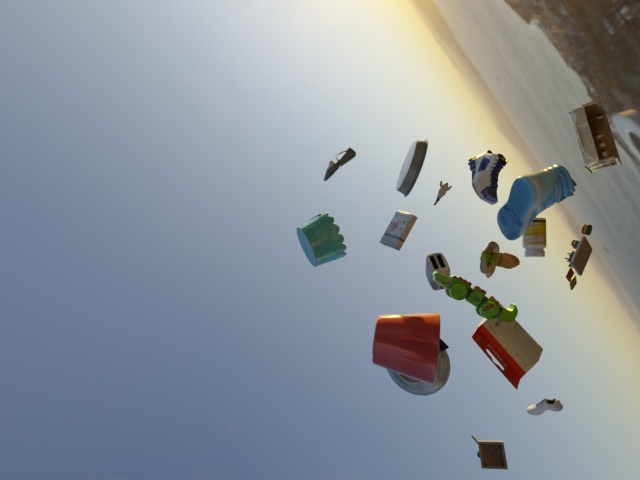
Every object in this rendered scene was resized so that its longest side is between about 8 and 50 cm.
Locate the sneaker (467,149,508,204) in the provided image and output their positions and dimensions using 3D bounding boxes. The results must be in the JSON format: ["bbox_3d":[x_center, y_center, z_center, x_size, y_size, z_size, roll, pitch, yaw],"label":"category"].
[{"bbox_3d":[0.910,-0.366,2.179,0.127,0.182,0.316,16,-124,-30],"label":"sneaker"}]

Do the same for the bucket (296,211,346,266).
[{"bbox_3d":[0.000,0.000,2.226,0.281,0.183,0.281,59,164,27],"label":"bucket"}]

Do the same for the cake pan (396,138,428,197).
[{"bbox_3d":[0.436,-0.354,1.964,0.054,0.293,0.293,19,-147,-1],"label":"cake pan"}]

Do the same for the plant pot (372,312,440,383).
[{"bbox_3d":[0.337,0.407,1.609,0.275,0.243,0.275,5,-90,-76],"label":"plant pot"}]

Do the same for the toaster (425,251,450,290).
[{"bbox_3d":[0.696,0.174,2.425,0.227,0.129,0.147,-96,-6,-47],"label":"toaster"}]

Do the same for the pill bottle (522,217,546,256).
[{"bbox_3d":[1.152,-0.014,2.197,0.119,0.119,0.209,7,-97,-55],"label":"pill bottle"}]

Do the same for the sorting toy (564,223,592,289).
[{"bbox_3d":[1.095,0.072,1.740,0.132,0.275,0.046,34,170,-37],"label":"sorting toy"}]

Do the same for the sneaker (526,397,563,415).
[{"bbox_3d":[1.013,0.750,1.854,0.061,0.152,0.054,55,-155,-21],"label":"sneaker"}]

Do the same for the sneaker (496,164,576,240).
[{"bbox_3d":[0.729,-0.124,1.362,0.319,0.208,0.127,78,169,-62],"label":"sneaker"}]

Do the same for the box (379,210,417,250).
[{"bbox_3d":[0.383,-0.050,2.011,0.038,0.186,0.145,32,178,-26],"label":"box"}]

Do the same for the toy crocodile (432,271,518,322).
[{"bbox_3d":[0.587,0.211,1.566,0.340,0.105,0.115,32,-179,12],"label":"toy crocodile"}]

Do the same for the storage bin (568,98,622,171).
[{"bbox_3d":[1.201,-0.447,1.781,0.260,0.123,0.263,-1,-103,-51],"label":"storage bin"}]

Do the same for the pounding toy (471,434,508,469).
[{"bbox_3d":[0.775,0.973,1.877,0.100,0.141,0.130,43,-138,-60],"label":"pounding toy"}]

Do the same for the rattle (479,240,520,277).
[{"bbox_3d":[0.683,0.095,1.534,0.200,0.142,0.130,58,-135,-42],"label":"rattle"}]

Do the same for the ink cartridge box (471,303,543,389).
[{"bbox_3d":[0.932,0.510,2.023,0.308,0.091,0.385,51,-146,15],"label":"ink cartridge box"}]

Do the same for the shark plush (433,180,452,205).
[{"bbox_3d":[0.726,-0.276,2.424,0.073,0.161,0.067,18,172,9],"label":"shark plush"}]

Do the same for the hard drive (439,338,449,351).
[{"bbox_3d":[0.557,0.528,2.169,0.172,0.255,0.054,46,-108,1],"label":"hard drive"}]

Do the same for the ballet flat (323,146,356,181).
[{"bbox_3d":[0.081,-0.376,1.987,0.068,0.213,0.072,49,173,1],"label":"ballet flat"}]

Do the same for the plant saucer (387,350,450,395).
[{"bbox_3d":[0.547,0.720,2.384,0.100,0.400,0.401,-4,-117,-58],"label":"plant saucer"}]
